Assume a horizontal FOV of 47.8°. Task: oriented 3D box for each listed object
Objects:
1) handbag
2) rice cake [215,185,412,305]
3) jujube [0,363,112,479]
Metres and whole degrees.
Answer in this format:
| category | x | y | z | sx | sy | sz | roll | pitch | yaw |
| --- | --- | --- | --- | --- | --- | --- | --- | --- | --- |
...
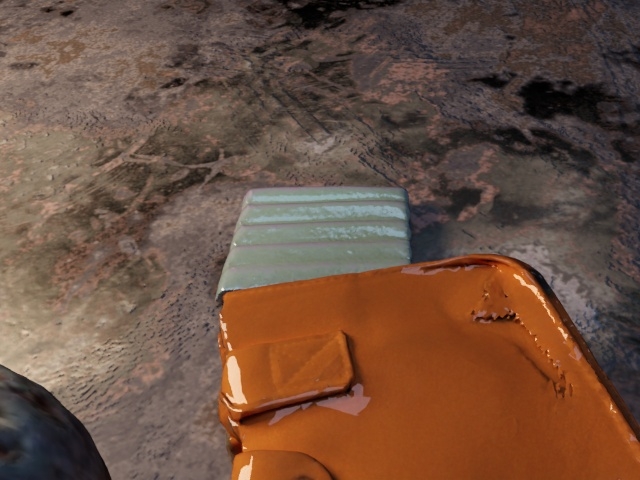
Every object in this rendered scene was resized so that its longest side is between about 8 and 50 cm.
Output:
| category | x | y | z | sx | sy | sz | roll | pitch | yaw |
| --- | --- | --- | --- | --- | --- | --- | --- | --- | --- |
| handbag | 0.081 | 0.186 | 0.512 | 0.303 | 0.116 | 0.410 | -8 | 41 | -7 |
| rice cake | 0.000 | 0.000 | 0.784 | 0.198 | 0.037 | 0.189 | 3 | 42 | 5 |
| jujube | -0.291 | 0.178 | 0.456 | 0.308 | 0.215 | 0.246 | -1 | 42 | -2 |
